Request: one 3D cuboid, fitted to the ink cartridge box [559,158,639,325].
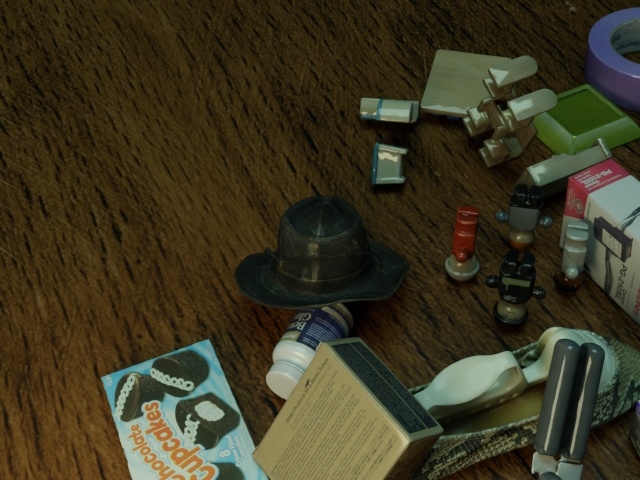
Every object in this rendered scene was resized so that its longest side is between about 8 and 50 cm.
[{"bbox_3d":[0.521,0.005,1.678,0.100,0.172,0.237,-23,47,-16],"label":"ink cartridge box"}]

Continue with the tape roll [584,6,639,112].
[{"bbox_3d":[0.707,-0.388,2.118,0.274,0.090,0.275,-3,44,2],"label":"tape roll"}]

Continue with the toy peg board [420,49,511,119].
[{"bbox_3d":[0.310,-0.310,2.103,0.161,0.079,0.161,10,62,16],"label":"toy peg board"}]

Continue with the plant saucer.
[{"bbox_3d":[0.530,-0.250,2.027,0.188,0.045,0.188,-22,47,-15],"label":"plant saucer"}]

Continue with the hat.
[{"bbox_3d":[0.000,0.000,1.692,0.331,0.134,0.331,-3,19,1],"label":"hat"}]

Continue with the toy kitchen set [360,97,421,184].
[{"bbox_3d":[0.127,-0.203,2.011,0.122,0.166,0.207,6,9,11],"label":"toy kitchen set"}]

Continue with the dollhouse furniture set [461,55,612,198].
[{"bbox_3d":[0.412,-0.212,1.891,0.160,0.212,0.242,-21,73,-13],"label":"dollhouse furniture set"}]

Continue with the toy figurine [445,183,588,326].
[{"bbox_3d":[0.340,0.025,1.705,0.209,0.148,0.213,-23,45,-25],"label":"toy figurine"}]

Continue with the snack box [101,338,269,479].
[{"bbox_3d":[-0.206,0.310,1.523,0.187,0.060,0.322,-19,46,-13],"label":"snack box"}]

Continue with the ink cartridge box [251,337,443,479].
[{"bbox_3d":[0.033,0.284,1.385,0.088,0.235,0.193,-3,42,-48],"label":"ink cartridge box"}]

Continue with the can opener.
[{"bbox_3d":[0.342,0.282,1.369,0.075,0.284,0.095,10,4,-11],"label":"can opener"}]

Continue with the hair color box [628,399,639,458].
[{"bbox_3d":[0.643,0.294,1.421,0.338,0.110,0.185,-12,46,-4],"label":"hair color box"}]

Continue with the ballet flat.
[{"bbox_3d":[0.294,0.222,1.474,0.482,0.182,0.164,-18,45,-12],"label":"ballet flat"}]

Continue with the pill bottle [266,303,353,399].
[{"bbox_3d":[-0.020,0.176,1.615,0.094,0.094,0.169,15,48,20],"label":"pill bottle"}]
